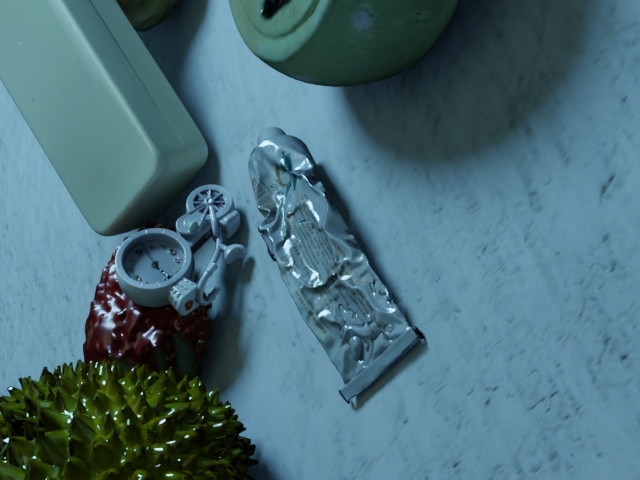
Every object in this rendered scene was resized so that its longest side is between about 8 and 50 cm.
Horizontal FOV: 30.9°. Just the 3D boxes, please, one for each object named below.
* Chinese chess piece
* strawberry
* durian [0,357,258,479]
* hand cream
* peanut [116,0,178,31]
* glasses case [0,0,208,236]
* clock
[{"bbox_3d":[0.014,-0.240,0.858,0.250,0.101,0.250,3,93,62],"label":"Chinese chess piece"},{"bbox_3d":[-0.178,0.076,1.038,0.167,0.087,0.208,-59,38,19],"label":"strawberry"},{"bbox_3d":[-0.172,0.203,0.859,0.258,0.258,0.293,-64,12,11],"label":"durian"},{"bbox_3d":[-0.003,-0.001,0.882,0.084,0.050,0.257,-46,47,26],"label":"hand cream"},{"bbox_3d":[-0.241,-0.323,1.236,0.291,0.143,0.159,38,111,48],"label":"peanut"},{"bbox_3d":[-0.233,-0.163,1.106,0.131,0.070,0.313,-44,73,38],"label":"glasses case"},{"bbox_3d":[-0.111,0.007,0.982,0.087,0.041,0.129,30,57,22],"label":"clock"}]
